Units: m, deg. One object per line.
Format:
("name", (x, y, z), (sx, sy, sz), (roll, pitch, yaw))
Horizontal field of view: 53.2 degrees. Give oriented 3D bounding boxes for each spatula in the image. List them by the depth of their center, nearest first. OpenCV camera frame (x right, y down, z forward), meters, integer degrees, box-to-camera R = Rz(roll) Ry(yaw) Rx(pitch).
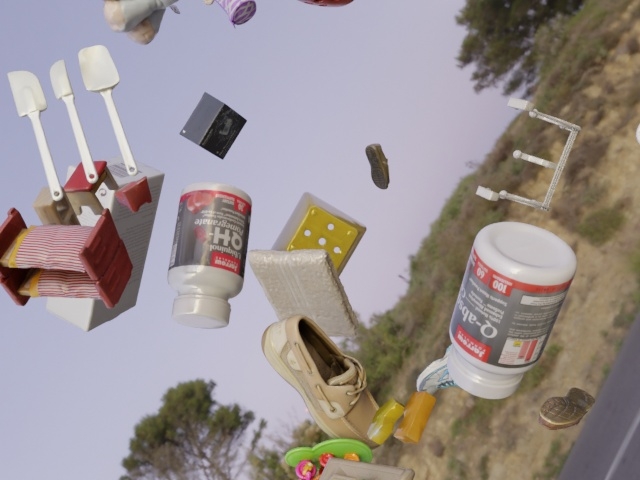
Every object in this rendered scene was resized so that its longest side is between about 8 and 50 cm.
("spatula", (-0.389, -0.192, 1.024), (0.168, 0.242, 0.019), (-19, -14, -12))

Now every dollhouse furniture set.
("dollhouse furniture set", (-0.451, -0.051, 1.236), (0.374, 0.202, 0.152), (-81, -13, -47))

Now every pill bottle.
("pill bottle", (0.401, 0.159, 1.397), (0.210, 0.210, 0.362), (-41, -34, -50))
("pill bottle", (-0.261, 0.038, 1.500), (0.176, 0.177, 0.318), (69, -157, -66))

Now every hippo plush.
("hippo plush", (-0.345, -0.569, 1.453), (0.294, 0.237, 0.234), (-4, -79, -59))

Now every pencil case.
("pencil case", (-0.259, -0.664, 1.707), (0.088, 0.206, 0.086), (-39, -20, -6))

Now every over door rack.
("over door rack", (0.503, -0.209, 1.579), (0.324, 0.108, 0.239), (5, -74, -46))

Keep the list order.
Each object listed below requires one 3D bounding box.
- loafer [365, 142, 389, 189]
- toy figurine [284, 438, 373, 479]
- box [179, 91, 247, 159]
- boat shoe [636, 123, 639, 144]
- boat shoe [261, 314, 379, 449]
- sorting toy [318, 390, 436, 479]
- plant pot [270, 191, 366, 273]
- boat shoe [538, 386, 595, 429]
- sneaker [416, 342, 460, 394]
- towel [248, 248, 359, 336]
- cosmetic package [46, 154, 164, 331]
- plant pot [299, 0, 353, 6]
("loafer", (0.173, -0.216, 1.843), (0.050, 0.056, 0.148), (-42, -51, -35))
("toy figurine", (0.019, 0.476, 1.200), (0.159, 0.173, 0.130), (-93, 6, -49))
("box", (-0.338, -0.361, 2.031), (0.156, 0.093, 0.158), (-58, -23, 2))
("boat shoe", (0.583, -0.205, 0.828), (0.367, 0.157, 0.135), (-26, 58, 53))
("boat shoe", (0.030, 0.284, 1.252), (0.110, 0.341, 0.121), (-29, 21, 40))
("sorting toy", (0.029, 0.322, 0.781), (0.307, 0.041, 0.229), (-61, 13, -26))
("plant pot", (0.000, 0.000, 1.753), (0.212, 0.212, 0.187), (-60, 4, -1))
("boat shoe", (0.476, 0.340, 1.246), (0.178, 0.064, 0.060), (-5, -59, -46))
("sneaker", (0.407, 0.417, 1.991), (0.110, 0.122, 0.283), (1, -45, -42))
("towel", (-0.031, 0.119, 1.436), (0.049, 0.187, 0.282), (-71, -29, -41))
("cosmetic package", (-0.614, 0.004, 1.824), (0.230, 0.162, 0.453), (-34, -35, -65))
("plant pot", (-0.018, -0.553, 1.234), (0.174, 0.191, 0.191), (-18, -46, -45))
